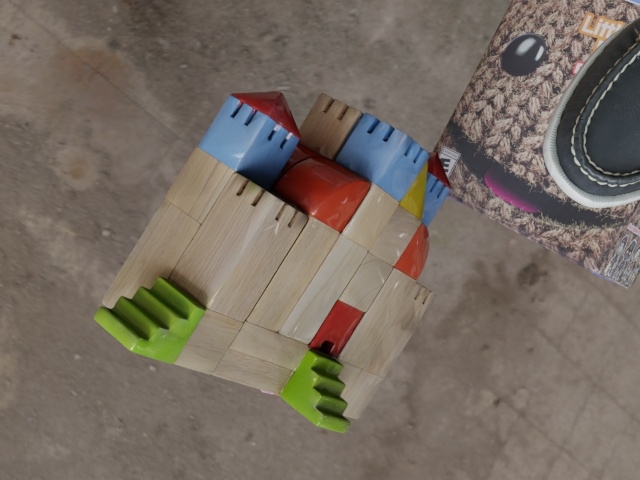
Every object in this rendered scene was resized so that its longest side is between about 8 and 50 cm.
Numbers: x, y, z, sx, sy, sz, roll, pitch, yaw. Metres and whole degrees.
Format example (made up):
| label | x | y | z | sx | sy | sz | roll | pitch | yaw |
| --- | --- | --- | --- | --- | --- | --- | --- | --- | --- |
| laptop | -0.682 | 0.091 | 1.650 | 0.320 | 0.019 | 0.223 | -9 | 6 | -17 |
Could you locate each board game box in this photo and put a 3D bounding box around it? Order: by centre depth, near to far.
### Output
| label | x | y | z | sx | sy | sz | roll | pitch | yaw |
| --- | --- | --- | --- | --- | --- | --- | --- | --- | --- |
| board game box | 0.290 | -0.133 | 1.052 | 0.141 | 0.232 | 0.291 | 17 | 101 | -59 |

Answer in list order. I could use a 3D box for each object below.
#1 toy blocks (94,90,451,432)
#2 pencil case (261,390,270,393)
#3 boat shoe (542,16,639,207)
| label | x | y | z | sx | sy | sz | roll | pitch | yaw |
| --- | --- | --- | --- | --- | --- | --- | --- | --- | --- |
| toy blocks | 0.000 | 0.000 | 0.836 | 0.261 | 0.190 | 0.381 | -58 | 144 | 1 |
| pencil case | -0.004 | 0.051 | 1.157 | 0.124 | 0.124 | 0.284 | 24 | 62 | -34 |
| boat shoe | 0.280 | -0.139 | 0.655 | 0.302 | 0.091 | 0.114 | -43 | 87 | -9 |
